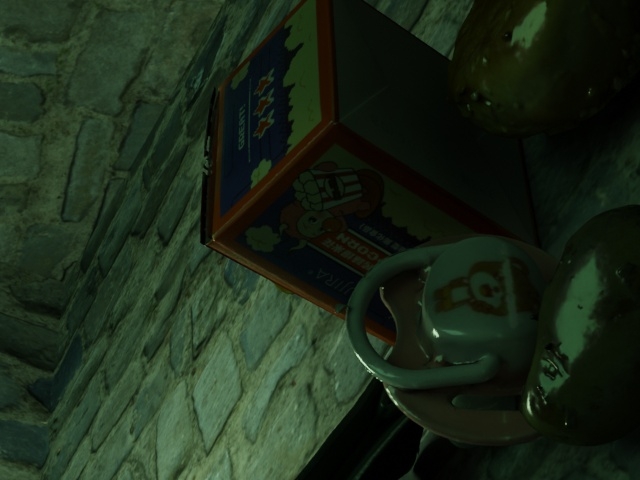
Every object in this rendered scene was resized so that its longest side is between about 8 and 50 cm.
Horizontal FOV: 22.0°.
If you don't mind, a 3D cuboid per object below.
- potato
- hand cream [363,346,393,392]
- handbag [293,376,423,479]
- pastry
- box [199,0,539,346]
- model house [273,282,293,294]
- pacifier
[{"bbox_3d":[0.295,0.089,1.672,0.262,0.165,0.165,-65,20,14],"label":"potato"},{"bbox_3d":[0.083,0.212,2.300,0.084,0.053,0.142,-61,6,21],"label":"hand cream"},{"bbox_3d":[0.029,0.298,2.034,0.260,0.079,0.247,-47,-16,-24],"label":"handbag"},{"bbox_3d":[0.285,-0.245,1.982,0.284,0.184,0.316,-63,11,-4],"label":"pastry"},{"bbox_3d":[0.061,-0.091,2.132,0.257,0.349,0.318,-41,33,32],"label":"box"},{"bbox_3d":[0.005,-0.007,2.420,0.268,0.239,0.173,-30,42,63],"label":"model house"},{"bbox_3d":[0.183,0.121,1.872,0.220,0.273,0.332,-28,36,23],"label":"pacifier"}]
